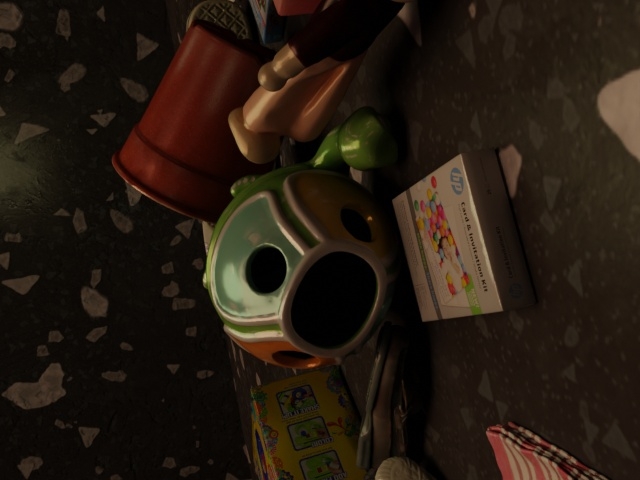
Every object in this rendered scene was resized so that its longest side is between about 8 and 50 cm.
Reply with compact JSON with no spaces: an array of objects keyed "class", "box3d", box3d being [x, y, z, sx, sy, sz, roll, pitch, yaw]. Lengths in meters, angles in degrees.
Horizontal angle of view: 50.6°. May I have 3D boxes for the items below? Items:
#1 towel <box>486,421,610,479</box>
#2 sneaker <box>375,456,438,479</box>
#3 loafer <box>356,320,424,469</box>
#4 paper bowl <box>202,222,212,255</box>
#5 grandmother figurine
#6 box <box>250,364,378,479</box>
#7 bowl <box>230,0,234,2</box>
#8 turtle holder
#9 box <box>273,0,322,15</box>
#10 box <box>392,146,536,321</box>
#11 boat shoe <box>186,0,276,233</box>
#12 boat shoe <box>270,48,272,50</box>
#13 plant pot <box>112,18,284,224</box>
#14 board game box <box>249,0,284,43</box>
[{"class":"towel","box3d":[0.213,0.256,0.593,0.197,0.029,0.144,-166,65,-74]},{"class":"sneaker","box3d":[0.148,0.358,0.840,0.086,0.085,0.237,56,172,-26]},{"class":"loafer","box3d":[0.104,0.216,0.915,0.096,0.084,0.267,-70,-11,-51]},{"class":"paper bowl","box3d":[-0.206,0.037,1.738,0.284,0.148,0.284,169,90,-76]},{"class":"grandmother figurine","box3d":[0.025,-0.209,0.680,0.104,0.207,0.342,39,146,-10]},{"class":"box","box3d":[-0.011,0.445,1.277,0.289,0.177,0.279,94,158,-45]},{"class":"bowl","box3d":[-0.226,-0.575,1.429,0.053,0.142,0.142,-61,11,-3]},{"class":"turtle holder","box3d":[0.007,0.017,0.853,0.243,0.320,0.227,50,176,-21]},{"class":"box","box3d":[0.010,-0.366,0.683,0.232,0.127,0.148,110,146,-64]},{"class":"box","box3d":[0.134,0.004,0.678,0.186,0.038,0.145,147,110,-73]},{"class":"boat shoe","box3d":[-0.201,-0.254,1.463,0.156,0.187,0.499,-163,68,-79]},{"class":"boat shoe","box3d":[-0.096,-0.301,1.286,0.049,0.043,0.137,122,136,-71]},{"class":"plant pot","box3d":[-0.168,-0.203,1.129,0.265,0.273,0.272,-63,29,17]},{"class":"board game box","box3d":[-0.093,-0.470,1.154,0.211,0.039,0.160,107,147,-62]}]
